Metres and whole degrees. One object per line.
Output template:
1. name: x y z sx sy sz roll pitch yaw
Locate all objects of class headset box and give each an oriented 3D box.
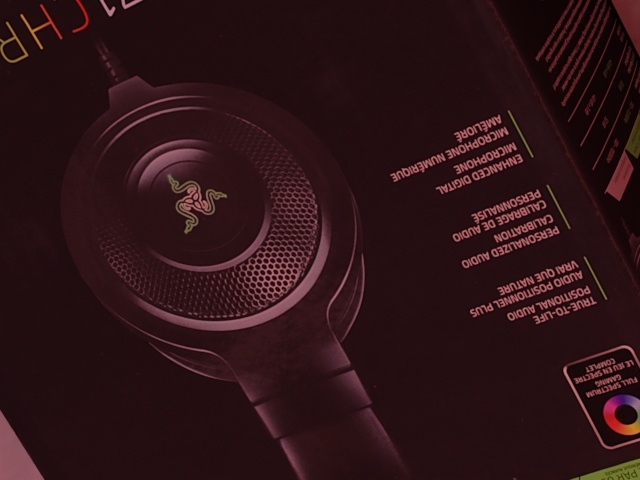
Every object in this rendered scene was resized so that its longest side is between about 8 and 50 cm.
1. headset box: 0.000 0.000 0.674 0.246 0.131 0.283 -21 106 26
